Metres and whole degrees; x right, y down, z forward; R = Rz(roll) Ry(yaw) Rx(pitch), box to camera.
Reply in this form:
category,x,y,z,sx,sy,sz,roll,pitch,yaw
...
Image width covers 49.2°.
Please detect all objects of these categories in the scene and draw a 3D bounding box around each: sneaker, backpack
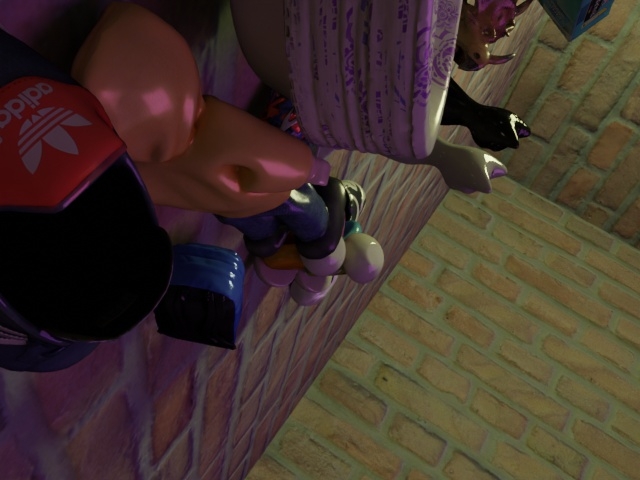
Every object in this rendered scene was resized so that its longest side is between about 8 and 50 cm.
category,x,y,z,sx,sy,sz,roll,pitch,yaw
sneaker,0.000,0.000,1.183,0.235,0.094,0.153,-59,167,1
backpack,-0.132,0.051,0.767,0.120,0.098,0.101,103,-7,-58
sneaker,-0.161,0.025,0.436,0.131,0.148,0.350,-53,167,-25
sneaker,-0.037,-0.133,0.755,0.221,0.087,0.083,-43,-154,-14

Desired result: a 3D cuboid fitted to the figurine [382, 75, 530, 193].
category,x,y,z,sx,sy,sz,roll,pitch,yaw
figurine,0.163,-0.151,0.928,0.215,0.209,0.092,-50,165,-47

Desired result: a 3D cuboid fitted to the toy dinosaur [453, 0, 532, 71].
category,x,y,z,sx,sy,sz,roll,pitch,yaw
toy dinosaur,0.190,-0.345,0.825,0.295,0.200,0.127,-60,168,6

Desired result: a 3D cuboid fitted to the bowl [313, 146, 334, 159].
category,x,y,z,sx,sy,sz,roll,pitch,yaw
bowl,0.020,-0.186,0.891,0.142,0.053,0.142,-46,164,-43

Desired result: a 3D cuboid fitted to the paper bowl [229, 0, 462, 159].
category,x,y,z,sx,sy,sz,roll,pitch,yaw
paper bowl,0.030,-0.208,0.515,0.284,0.148,0.284,8,90,-77

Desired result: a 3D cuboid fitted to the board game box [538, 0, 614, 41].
category,x,y,z,sx,sy,sz,roll,pitch,yaw
board game box,0.320,-0.436,0.990,0.079,0.253,0.336,-36,174,16

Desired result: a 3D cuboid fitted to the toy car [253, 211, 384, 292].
category,x,y,z,sx,sy,sz,roll,pitch,yaw
toy car,-0.004,0.000,1.044,0.182,0.159,0.136,12,70,-41

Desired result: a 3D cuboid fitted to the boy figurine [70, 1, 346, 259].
category,x,y,z,sx,sy,sz,roll,pitch,yaw
boy figurine,-0.089,-0.064,0.529,0.285,0.177,0.092,38,58,-55
